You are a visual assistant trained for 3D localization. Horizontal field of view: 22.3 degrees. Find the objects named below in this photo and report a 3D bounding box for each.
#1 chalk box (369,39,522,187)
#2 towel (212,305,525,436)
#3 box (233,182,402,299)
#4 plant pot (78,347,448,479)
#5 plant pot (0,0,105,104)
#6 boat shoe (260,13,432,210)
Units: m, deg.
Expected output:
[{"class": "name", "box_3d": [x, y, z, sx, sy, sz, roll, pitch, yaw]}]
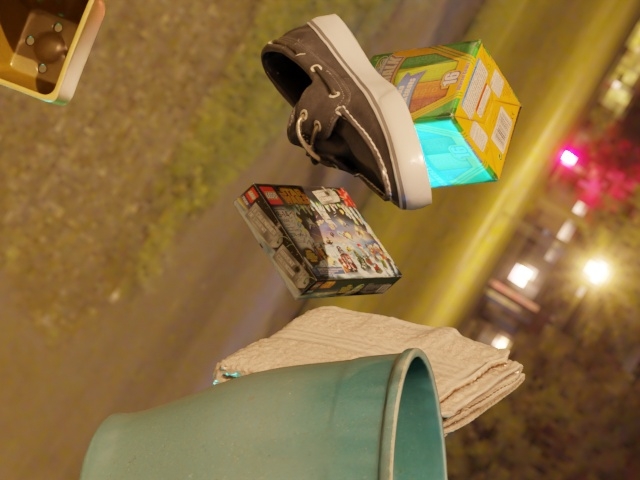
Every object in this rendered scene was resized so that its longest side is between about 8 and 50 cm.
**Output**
[{"class": "chalk box", "box_3d": [0.121, -0.152, 2.036, 0.132, 0.213, 0.132, 51, 47, -39]}, {"class": "towel", "box_3d": [0.049, 0.131, 1.652, 0.187, 0.282, 0.049, -25, 119, -50]}, {"class": "box", "box_3d": [0.000, 0.000, 1.274, 0.027, 0.094, 0.137, -43, 160, 24]}, {"class": "plant pot", "box_3d": [-0.044, 0.222, 1.262, 0.271, 0.255, 0.272, -2, 90, -77]}, {"class": "plant pot", "box_3d": [-0.186, -0.134, 1.061, 0.083, 0.081, 0.082, 37, 73, -84]}, {"class": "boat shoe", "box_3d": [0.011, -0.088, 1.140, 0.076, 0.228, 0.080, -19, 132, -7]}]
